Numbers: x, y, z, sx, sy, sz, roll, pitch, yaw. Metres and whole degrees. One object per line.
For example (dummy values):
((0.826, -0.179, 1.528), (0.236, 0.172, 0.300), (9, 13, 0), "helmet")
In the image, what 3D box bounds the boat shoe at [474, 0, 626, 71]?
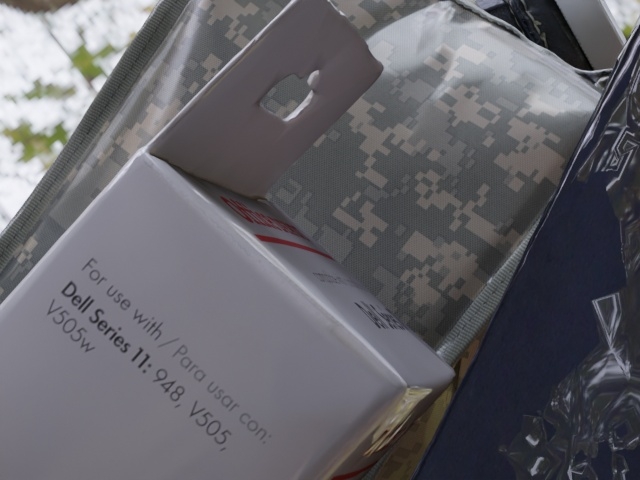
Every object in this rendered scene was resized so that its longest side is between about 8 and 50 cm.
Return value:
((0.163, -0.019, 0.948), (0.091, 0.302, 0.114), (-26, 20, 15), "boat shoe")

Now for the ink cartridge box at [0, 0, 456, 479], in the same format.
((-0.067, 0.087, 0.632), (0.353, 0.119, 0.207), (-48, -9, 4), "ink cartridge box")

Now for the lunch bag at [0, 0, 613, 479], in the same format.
((0.000, 0.000, 0.843), (0.287, 0.235, 0.169), (-55, -22, 0), "lunch bag")

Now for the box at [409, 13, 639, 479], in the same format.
((0.211, 0.035, 0.407), (0.296, 0.183, 0.294), (10, -67, -32), "box")
